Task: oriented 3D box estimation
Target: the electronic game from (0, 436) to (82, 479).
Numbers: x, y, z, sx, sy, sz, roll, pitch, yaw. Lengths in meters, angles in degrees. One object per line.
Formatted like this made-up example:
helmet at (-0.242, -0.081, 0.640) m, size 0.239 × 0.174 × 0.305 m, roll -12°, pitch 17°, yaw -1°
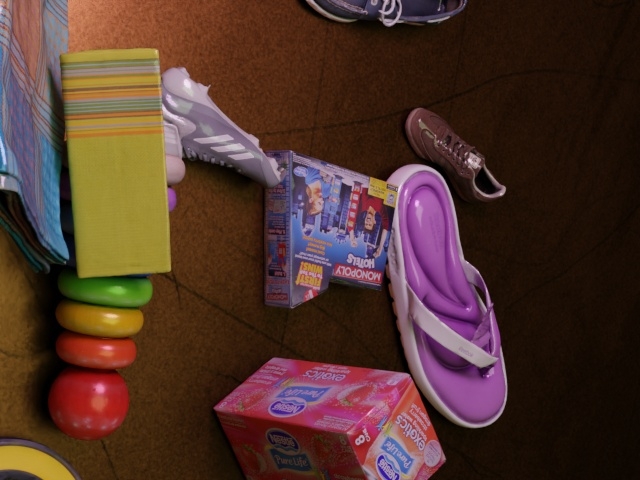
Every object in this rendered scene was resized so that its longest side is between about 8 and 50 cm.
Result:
electronic game at (-0.350, 0.328, 1.308) m, size 0.229 × 0.048 × 0.229 m, roll -2°, pitch 93°, yaw -40°

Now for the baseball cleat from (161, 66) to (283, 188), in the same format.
baseball cleat at (-0.140, -0.113, 1.464) m, size 0.109 × 0.072 × 0.206 m, roll -50°, pitch 116°, yaw -11°

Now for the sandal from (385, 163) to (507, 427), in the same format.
sandal at (0.187, 0.094, 1.704) m, size 0.169 × 0.102 × 0.416 m, roll -36°, pitch 113°, yaw -33°

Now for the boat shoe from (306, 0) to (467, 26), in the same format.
boat shoe at (0.089, -0.332, 1.625) m, size 0.254 × 0.079 × 0.095 m, roll 6°, pitch 88°, yaw -39°

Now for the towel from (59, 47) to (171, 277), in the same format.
towel at (-0.212, -0.080, 1.261) m, size 0.102 × 0.021 × 0.237 m, roll -3°, pitch 101°, yaw -6°

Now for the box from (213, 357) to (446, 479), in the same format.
box at (0.006, 0.234, 1.462) m, size 0.122 × 0.257 × 0.128 m, roll -37°, pitch 114°, yaw -35°

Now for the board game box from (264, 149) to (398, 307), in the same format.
board game box at (0.000, 0.000, 1.576) m, size 0.194 × 0.060 × 0.194 m, roll 16°, pitch 83°, yaw -39°

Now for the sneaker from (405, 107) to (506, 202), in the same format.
sneaker at (0.199, -0.124, 1.727) m, size 0.188 × 0.071 × 0.066 m, roll 43°, pitch 66°, yaw -33°

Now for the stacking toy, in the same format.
stacking toy at (-0.245, 0.058, 1.347) m, size 0.141 × 0.141 × 0.330 m, roll 8°, pitch 93°, yaw -39°

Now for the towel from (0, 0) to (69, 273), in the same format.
towel at (-0.283, -0.179, 1.179) m, size 0.040 × 0.271 × 0.370 m, roll -2°, pitch 73°, yaw -1°
